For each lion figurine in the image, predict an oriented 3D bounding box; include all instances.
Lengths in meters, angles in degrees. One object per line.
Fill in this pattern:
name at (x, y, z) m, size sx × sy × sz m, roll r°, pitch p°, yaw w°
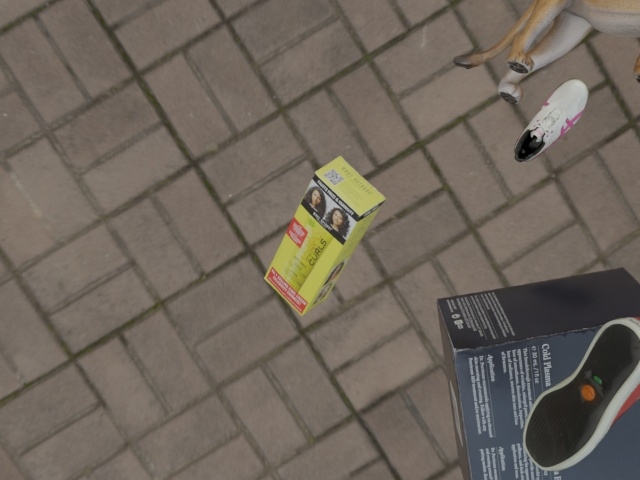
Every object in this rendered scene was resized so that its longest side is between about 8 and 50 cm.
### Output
lion figurine at (0.341, -0.264, 0.852) m, size 0.142 × 0.392 × 0.240 m, roll 32°, pitch 84°, yaw -45°

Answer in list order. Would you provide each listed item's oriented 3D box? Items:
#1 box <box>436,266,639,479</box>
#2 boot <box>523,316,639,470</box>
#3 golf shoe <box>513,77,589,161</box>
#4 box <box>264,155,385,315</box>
box at (0.369, 0.253, 1.239) m, size 0.312 × 0.179 × 0.343 m, roll -9°, pitch 111°, yaw 3°
boot at (0.373, 0.192, 0.973) m, size 0.176 × 0.088 × 0.244 m, roll 1°, pitch 130°, yaw -38°
golf shoe at (0.424, -0.213, 1.428) m, size 0.067 × 0.086 × 0.186 m, roll 37°, pitch 130°, yaw 7°
box at (0.000, 0.000, 1.042) m, size 0.087 × 0.232 × 0.058 m, roll 45°, pitch 50°, yaw 14°
